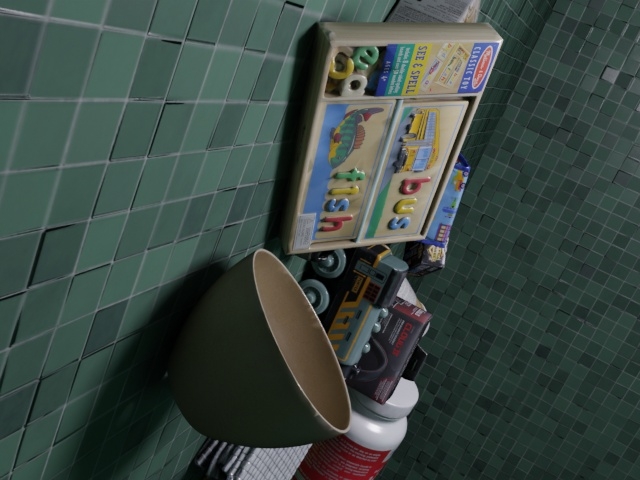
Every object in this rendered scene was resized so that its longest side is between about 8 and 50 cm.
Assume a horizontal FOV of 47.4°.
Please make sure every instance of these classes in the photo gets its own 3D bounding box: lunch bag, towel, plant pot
[{"bbox_3d":[0.265,-0.156,1.835,0.293,0.138,0.221,-85,-173,-61],"label":"lunch bag"},{"bbox_3d":[-0.118,0.413,1.524,0.284,0.121,0.235,-57,148,-24],"label":"towel"},{"bbox_3d":[-0.104,0.181,1.043,0.191,0.284,0.284,-28,168,9],"label":"plant pot"}]

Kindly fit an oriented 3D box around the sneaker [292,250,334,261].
[{"bbox_3d":[0.000,0.000,1.364,0.170,0.074,0.063,-35,149,-61],"label":"sneaker"}]

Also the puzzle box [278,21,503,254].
[{"bbox_3d":[0.094,-0.146,1.139,0.272,0.052,0.409,-7,137,-20],"label":"puzzle box"}]

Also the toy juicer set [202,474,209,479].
[{"bbox_3d":[-0.179,0.541,1.710,0.209,0.089,0.329,-63,156,-22],"label":"toy juicer set"}]

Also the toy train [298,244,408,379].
[{"bbox_3d":[0.046,0.137,1.540,0.334,0.190,0.142,-66,165,13],"label":"toy train"}]

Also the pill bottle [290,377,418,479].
[{"bbox_3d":[0.078,0.498,1.875,0.408,0.229,0.229,-61,168,27],"label":"pill bottle"}]

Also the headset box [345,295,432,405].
[{"bbox_3d":[0.100,0.216,1.664,0.218,0.293,0.110,-65,165,14],"label":"headset box"}]

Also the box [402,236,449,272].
[{"bbox_3d":[0.304,-0.055,2.038,0.295,0.073,0.293,115,-15,-80],"label":"box"}]

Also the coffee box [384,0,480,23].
[{"bbox_3d":[0.160,-0.306,1.274,0.297,0.118,0.168,-59,165,-14],"label":"coffee box"}]

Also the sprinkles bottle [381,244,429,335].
[{"bbox_3d":[0.187,0.143,1.932,0.121,0.121,0.355,-57,142,-19],"label":"sprinkles bottle"}]
